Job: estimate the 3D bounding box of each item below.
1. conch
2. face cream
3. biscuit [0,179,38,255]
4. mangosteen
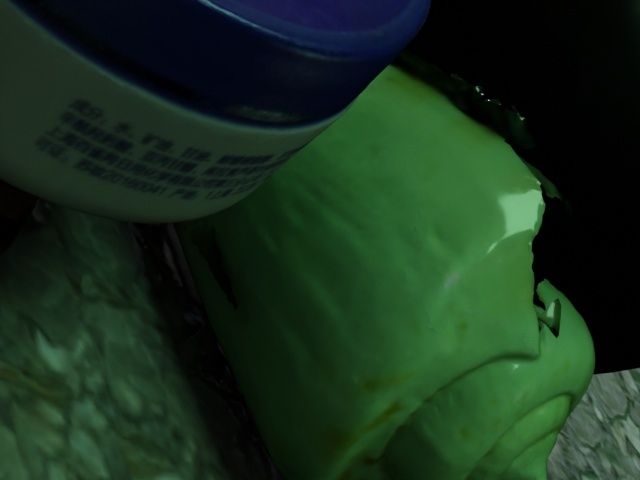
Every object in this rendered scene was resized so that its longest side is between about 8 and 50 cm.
[{"bbox_3d":[0.017,-0.006,0.674,0.137,0.143,0.250,-18,78,-18],"label":"conch"},{"bbox_3d":[-0.072,-0.109,0.564,0.206,0.111,0.206,29,38,-26],"label":"face cream"},{"bbox_3d":[-0.201,-0.110,0.536,0.305,0.038,0.305,46,23,-27],"label":"biscuit"},{"bbox_3d":[0.111,-0.081,0.810,0.313,0.297,0.297,11,38,-8],"label":"mangosteen"}]
